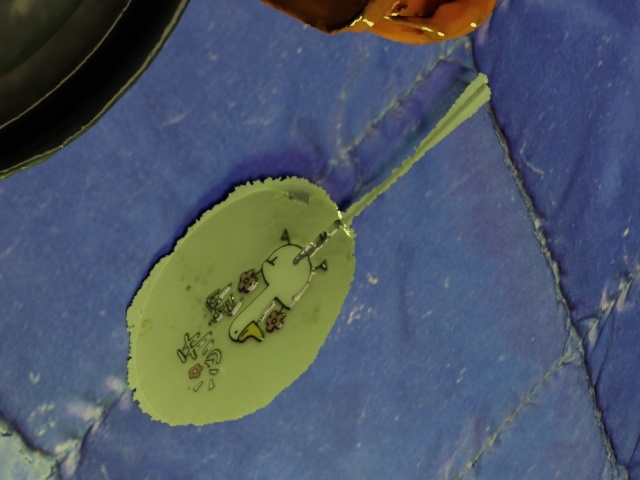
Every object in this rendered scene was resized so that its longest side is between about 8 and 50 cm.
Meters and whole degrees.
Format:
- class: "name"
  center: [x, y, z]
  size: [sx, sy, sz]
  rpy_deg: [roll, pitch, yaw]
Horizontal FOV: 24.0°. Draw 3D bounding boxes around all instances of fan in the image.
- class: "fan"
  center: [-0.001, 0.000, 1.268]
  size: [0.415, 0.012, 0.233]
  rpy_deg: [-41, 140, -17]

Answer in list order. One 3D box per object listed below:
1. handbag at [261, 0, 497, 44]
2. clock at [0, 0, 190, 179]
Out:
- class: "handbag"
  center: [0.013, -0.333, 0.831]
  size: [0.116, 0.303, 0.410]
  rpy_deg: [-7, 121, -47]
- class: "clock"
  center: [-0.189, -0.164, 0.623]
  size: [0.325, 0.067, 0.325]
  rpy_deg: [-19, 126, -27]
